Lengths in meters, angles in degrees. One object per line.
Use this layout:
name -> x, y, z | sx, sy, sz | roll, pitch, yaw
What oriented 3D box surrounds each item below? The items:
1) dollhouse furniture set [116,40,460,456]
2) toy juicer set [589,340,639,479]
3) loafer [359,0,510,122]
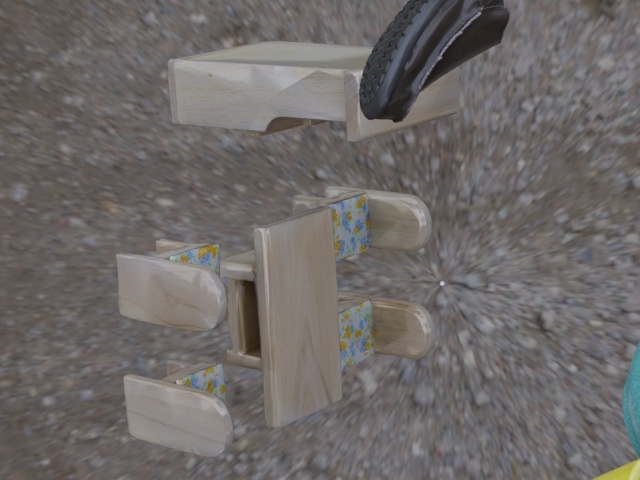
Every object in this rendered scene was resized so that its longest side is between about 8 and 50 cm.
dollhouse furniture set -> 0.000, 0.000, 1.778 | 0.256, 0.362, 0.394 | 8, 107, 39
toy juicer set -> 0.243, 0.118, 0.957 | 0.089, 0.329, 0.209 | -22, 115, 37
loafer -> 0.111, -0.174, 1.331 | 0.078, 0.080, 0.220 | 37, 76, -12
